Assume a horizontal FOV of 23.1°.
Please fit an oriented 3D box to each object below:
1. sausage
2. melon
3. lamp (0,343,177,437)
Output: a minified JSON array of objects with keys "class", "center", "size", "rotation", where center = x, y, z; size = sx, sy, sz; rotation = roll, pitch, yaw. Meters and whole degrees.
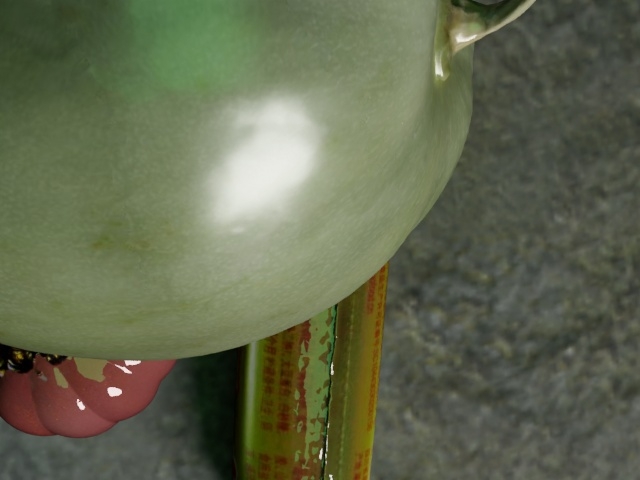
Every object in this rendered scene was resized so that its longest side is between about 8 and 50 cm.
[{"class":"sausage","center":[0.000,0.000,0.739],"size":[0.082,0.082,0.371],"rotation":[2,101,-16]},{"class":"melon","center":[-0.084,-0.085,0.581],"size":[0.308,0.272,0.271],"rotation":[25,94,9]},{"class":"lamp","center":[-0.114,0.036,0.702],"size":[0.108,0.092,0.107],"rotation":[-2,81,14]}]
